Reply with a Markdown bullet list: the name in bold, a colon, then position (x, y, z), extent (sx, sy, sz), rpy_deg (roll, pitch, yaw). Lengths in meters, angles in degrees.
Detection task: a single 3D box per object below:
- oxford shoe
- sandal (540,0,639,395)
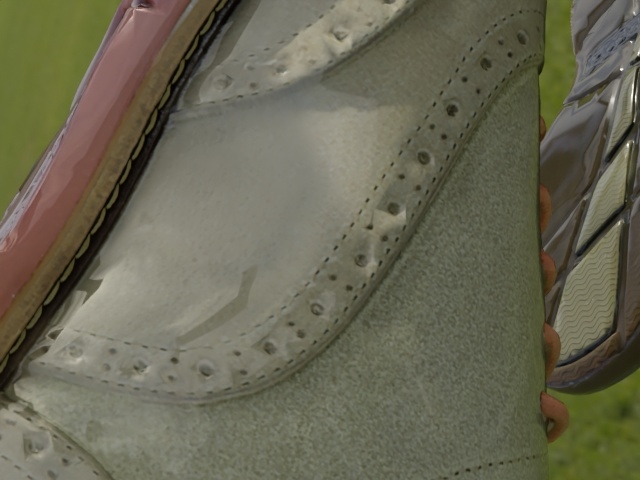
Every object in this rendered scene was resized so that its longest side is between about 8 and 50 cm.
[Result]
- **oxford shoe**: position (0.000, 0.000, 0.463), extent (0.397, 0.146, 0.140), rpy_deg (-54, 1, -22)
- **sandal**: position (0.114, -0.039, 0.633), extent (0.090, 0.060, 0.219), rpy_deg (-39, 25, 40)
